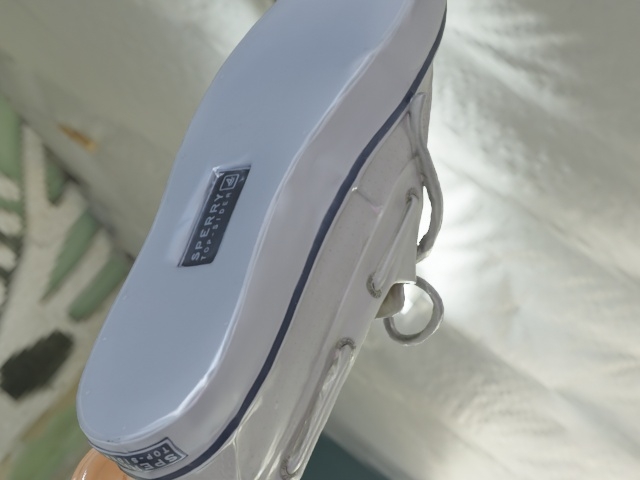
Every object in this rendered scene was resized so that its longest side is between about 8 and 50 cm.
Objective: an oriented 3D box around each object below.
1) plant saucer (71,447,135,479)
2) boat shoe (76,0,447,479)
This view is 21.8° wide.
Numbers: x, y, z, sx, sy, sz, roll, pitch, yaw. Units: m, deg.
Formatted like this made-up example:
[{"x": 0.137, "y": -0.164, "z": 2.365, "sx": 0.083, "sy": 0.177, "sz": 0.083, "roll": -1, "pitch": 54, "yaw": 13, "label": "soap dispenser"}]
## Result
[{"x": -0.103, "y": 0.140, "z": 0.939, "sx": 0.083, "sy": 0.083, "sz": 0.013, "roll": 31, "pitch": -26, "yaw": 30, "label": "plant saucer"}, {"x": 0.006, "y": 0.001, "z": 0.923, "sx": 0.135, "sy": 0.367, "sz": 0.156, "roll": -7, "pitch": -42, "yaw": 37, "label": "boat shoe"}]
